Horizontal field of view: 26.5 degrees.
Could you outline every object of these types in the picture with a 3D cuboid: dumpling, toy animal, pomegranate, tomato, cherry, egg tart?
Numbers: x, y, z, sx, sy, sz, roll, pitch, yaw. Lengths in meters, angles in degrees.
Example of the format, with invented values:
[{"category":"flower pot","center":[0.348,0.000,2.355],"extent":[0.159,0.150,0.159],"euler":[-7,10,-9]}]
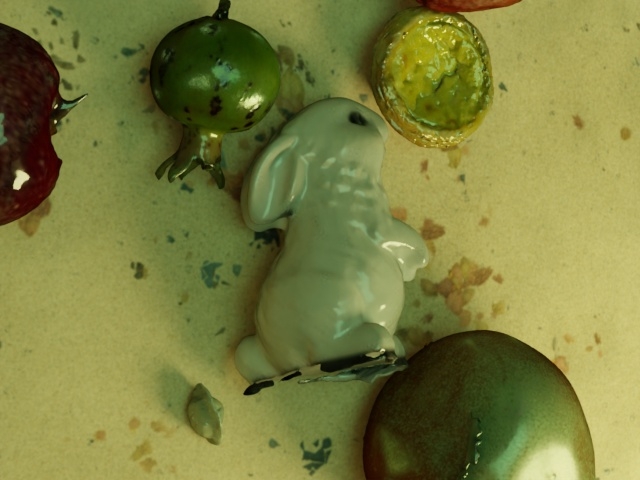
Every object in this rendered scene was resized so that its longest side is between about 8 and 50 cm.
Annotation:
[{"category":"dumpling","center":[-0.137,0.216,1.671],"extent":[0.043,0.059,0.077],"euler":[7,92,-36]},{"category":"toy animal","center":[0.000,0.000,1.679],"extent":[0.258,0.194,0.357],"euler":[-9,79,-1]},{"category":"pomegranate","center":[-0.136,-0.169,1.627],"extent":[0.156,0.156,0.220],"euler":[9,119,-25]},{"category":"tomato","center":[0.211,0.276,1.739],"extent":[0.303,0.239,0.303],"euler":[-3,97,-24]},{"category":"cherry","center":[-0.401,-0.127,1.458],"extent":[0.300,0.203,0.230],"euler":[0,96,-12]},{"category":"egg tart","center":[0.138,-0.210,1.772],"extent":[0.191,0.074,0.191],"euler":[4,81,-25]}]

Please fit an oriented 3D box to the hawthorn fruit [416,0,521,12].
[{"category":"hawthorn fruit","center":[0.156,-0.380,1.714],"extent":[0.243,0.207,0.207],"euler":[-16,99,-17]}]
